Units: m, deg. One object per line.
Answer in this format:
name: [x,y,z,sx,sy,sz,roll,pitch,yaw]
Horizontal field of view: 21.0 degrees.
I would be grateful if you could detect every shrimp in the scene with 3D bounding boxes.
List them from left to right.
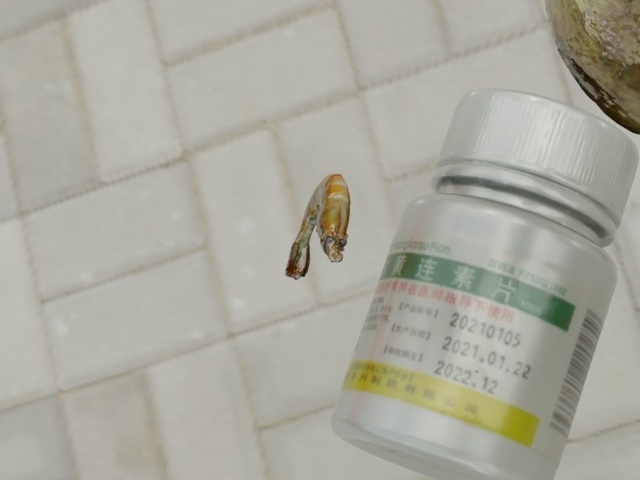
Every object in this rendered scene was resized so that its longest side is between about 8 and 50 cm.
shrimp: [0.000,0.000,1.344,0.025,0.127,0.091,23,110,-14]

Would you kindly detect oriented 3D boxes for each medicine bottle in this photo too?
medicine bottle: [0.157,0.049,1.573,0.208,0.208,0.340,15,78,23]

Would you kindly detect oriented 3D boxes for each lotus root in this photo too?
lotus root: [0.222,-0.151,1.189,0.138,0.214,0.138,-32,38,28]
